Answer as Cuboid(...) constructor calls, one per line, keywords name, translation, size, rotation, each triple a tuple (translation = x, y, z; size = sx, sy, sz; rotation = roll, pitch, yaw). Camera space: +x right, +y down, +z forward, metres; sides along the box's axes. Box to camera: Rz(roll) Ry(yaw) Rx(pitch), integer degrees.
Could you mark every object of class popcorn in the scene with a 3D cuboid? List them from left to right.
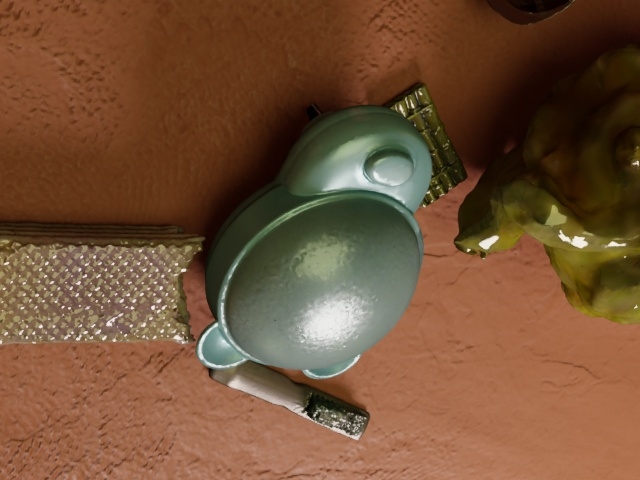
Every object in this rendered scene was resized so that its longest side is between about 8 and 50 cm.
Cuboid(name="popcorn", translation=(0.322, -0.052, 1.551), size=(0.279, 0.274, 0.335), rotation=(38, 96, -2))

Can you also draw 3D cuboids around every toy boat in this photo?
Cuboid(name="toy boat", translation=(0.099, -0.093, 1.591), size=(0.063, 0.016, 0.115), rotation=(-34, 117, -11))

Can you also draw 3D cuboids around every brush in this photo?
Cuboid(name="brush", translation=(-0.026, 0.158, 1.613), size=(0.190, 0.027, 0.034), rotation=(27, 93, -28))

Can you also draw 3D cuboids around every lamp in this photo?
Cuboid(name="lamp", translation=(0.006, 0.006, 1.505), size=(0.209, 0.147, 0.284), rotation=(9, 103, -38))

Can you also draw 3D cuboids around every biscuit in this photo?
Cuboid(name="biscuit", translation=(-0.224, 0.040, 1.469), size=(0.239, 0.062, 0.108), rotation=(1, 108, -23))

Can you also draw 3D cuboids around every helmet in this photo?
Cuboid(name="helmet", translation=(0.209, -0.252, 1.565), size=(0.111, 0.057, 0.089), rotation=(-40, 83, -1))
